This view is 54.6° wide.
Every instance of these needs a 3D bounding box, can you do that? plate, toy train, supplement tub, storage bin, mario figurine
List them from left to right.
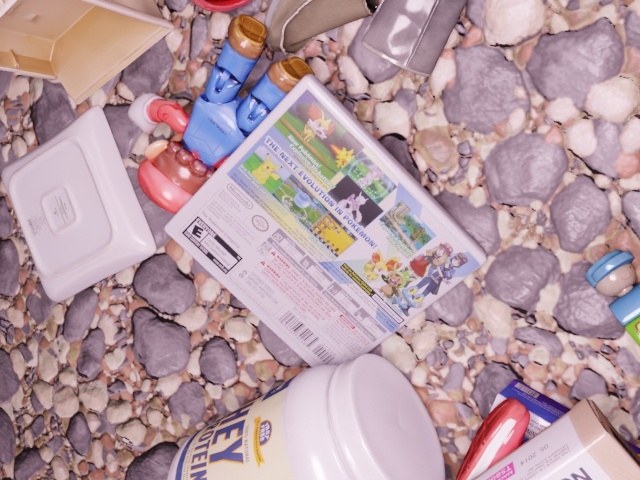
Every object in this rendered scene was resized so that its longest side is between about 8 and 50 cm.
[{"bbox_3d":[-0.414,-0.321,0.921,0.260,0.262,0.123,-28,84,25],"label":"storage bin"},{"bbox_3d":[-0.443,-0.055,1.090,0.278,0.045,0.277,-24,87,26],"label":"plate"},{"bbox_3d":[-0.150,-0.167,0.898,0.320,0.170,0.198,-43,65,31],"label":"mario figurine"},{"bbox_3d":[-0.023,0.312,0.837,0.325,0.235,0.235,-34,82,24],"label":"supplement tub"},{"bbox_3d":[0.431,0.024,0.677,0.248,0.105,0.143,-42,62,19],"label":"toy train"}]

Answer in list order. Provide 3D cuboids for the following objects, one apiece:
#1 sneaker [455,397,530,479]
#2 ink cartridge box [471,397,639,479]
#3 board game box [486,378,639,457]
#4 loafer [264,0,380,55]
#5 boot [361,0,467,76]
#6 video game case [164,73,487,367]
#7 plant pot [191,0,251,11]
[{"bbox_3d":[0.224,0.299,0.725,0.128,0.087,0.221,26,111,14],"label":"sneaker"},{"bbox_3d":[0.249,0.314,0.634,0.234,0.088,0.193,-42,88,14],"label":"ink cartridge box"},{"bbox_3d":[0.335,0.360,0.736,0.347,0.078,0.233,27,108,29],"label":"board game box"},{"bbox_3d":[0.029,-0.326,0.808,0.251,0.094,0.087,-39,76,24],"label":"loafer"},{"bbox_3d":[0.172,-0.297,0.756,0.189,0.076,0.208,24,113,2],"label":"boot"},{"bbox_3d":[0.000,0.000,0.837,0.329,0.036,0.300,44,114,-8],"label":"video game case"},{"bbox_3d":[-0.155,-0.436,0.828,0.174,0.191,0.191,47,113,15],"label":"plant pot"}]
